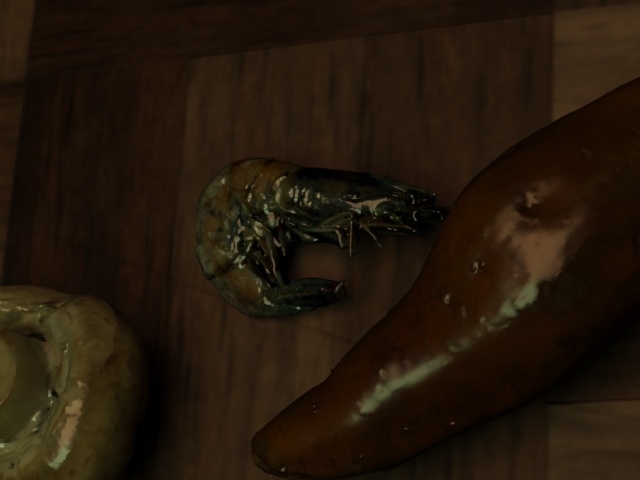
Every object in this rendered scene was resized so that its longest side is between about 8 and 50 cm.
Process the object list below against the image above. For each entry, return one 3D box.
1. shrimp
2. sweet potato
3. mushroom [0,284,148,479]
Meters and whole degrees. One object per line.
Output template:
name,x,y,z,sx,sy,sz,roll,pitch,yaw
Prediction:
shrimp,0.000,0.000,1.037,0.161,0.034,0.091,2,83,31
sweet potato,0.113,0.006,0.941,0.359,0.112,0.112,-44,60,-2
mushroom,-0.159,0.089,1.020,0.148,0.112,0.148,-6,64,12
